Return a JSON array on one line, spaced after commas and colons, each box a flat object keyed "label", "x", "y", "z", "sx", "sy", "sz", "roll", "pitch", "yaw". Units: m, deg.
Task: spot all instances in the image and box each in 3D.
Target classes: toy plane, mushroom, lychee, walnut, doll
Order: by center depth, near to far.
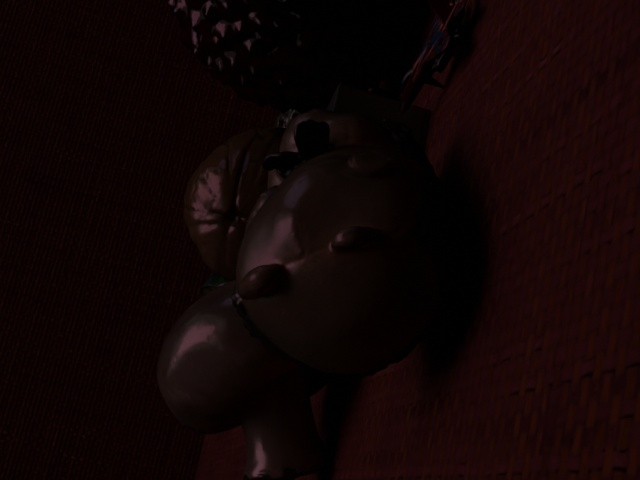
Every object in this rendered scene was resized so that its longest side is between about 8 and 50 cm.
[{"label": "doll", "x": 0.033, "y": -0.017, "z": 1.075, "sx": 0.349, "sy": 0.247, "sz": 0.247, "roll": -61, "pitch": -9, "yaw": -61}, {"label": "toy plane", "x": 0.145, "y": -0.235, "z": 1.281, "sx": 0.130, "sy": 0.061, "sz": 0.189, "roll": -87, "pitch": 10, "yaw": -53}, {"label": "mushroom", "x": -0.069, "y": 0.197, "z": 1.435, "sx": 0.290, "sy": 0.297, "sz": 0.297, "roll": 63, "pitch": 156, "yaw": 17}, {"label": "lychee", "x": -0.051, "y": -0.443, "z": 1.682, "sx": 0.500, "sy": 0.424, "sz": 0.424, "roll": 64, "pitch": 150, "yaw": 28}, {"label": "walnut", "x": -0.096, "y": -0.058, "z": 1.796, "sx": 0.277, "sy": 0.252, "sz": 0.313, "roll": 67, "pitch": -160, "yaw": 3}]

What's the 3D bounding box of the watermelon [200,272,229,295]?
[{"label": "watermelon", "x": -0.127, "y": 0.107, "z": 1.988, "sx": 0.292, "sy": 0.222, "sz": 0.319, "roll": 110, "pitch": 172, "yaw": -61}]

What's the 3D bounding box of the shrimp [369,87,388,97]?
[{"label": "shrimp", "x": 0.078, "y": -0.204, "z": 1.705, "sx": 0.236, "sy": 0.053, "sz": 0.133, "roll": -93, "pitch": 17, "yaw": -56}]

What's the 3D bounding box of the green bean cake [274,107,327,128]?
[{"label": "green bean cake", "x": -0.029, "y": -0.170, "z": 2.028, "sx": 0.222, "sy": 0.125, "sz": 0.227, "roll": -122, "pitch": 44, "yaw": -62}]

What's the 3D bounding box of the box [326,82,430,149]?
[{"label": "box", "x": 0.055, "y": -0.117, "z": 1.430, "sx": 0.225, "sy": 0.129, "sz": 0.086, "roll": 122, "pitch": 162, "yaw": -66}]
